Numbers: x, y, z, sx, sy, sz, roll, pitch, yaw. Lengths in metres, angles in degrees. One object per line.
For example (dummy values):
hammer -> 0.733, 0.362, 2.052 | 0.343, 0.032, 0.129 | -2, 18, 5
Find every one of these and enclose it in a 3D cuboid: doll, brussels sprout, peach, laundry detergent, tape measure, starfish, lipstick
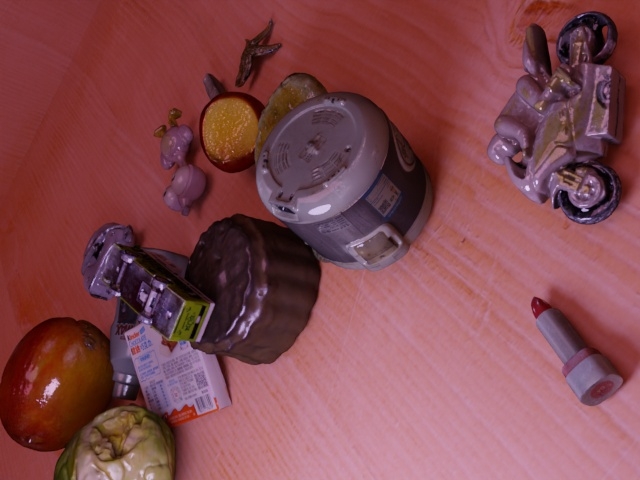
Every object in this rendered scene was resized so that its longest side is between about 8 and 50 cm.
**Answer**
doll -> -0.398, -0.212, 2.092 | 0.160, 0.094, 0.365 | -44, 44, 32
brussels sprout -> -0.466, 0.541, 1.672 | 0.344, 0.268, 0.344 | -165, 90, -74
peach -> -0.215, -0.269, 1.824 | 0.190, 0.190, 0.192 | -41, 20, 31
laundry detergent -> -0.485, 0.222, 1.978 | 0.263, 0.124, 0.398 | 3, 78, 48
tape measure -> -0.653, 0.046, 2.257 | 0.197, 0.120, 0.236 | 24, 88, 53
starfish -> -0.188, -0.516, 2.025 | 0.208, 0.053, 0.176 | -50, 32, 14
lipstick -> 0.359, 0.148, 1.073 | 0.063, 0.057, 0.186 | -50, 37, 22
peach -> -0.727, 0.401, 2.041 | 0.372, 0.289, 0.373 | -35, 41, 37

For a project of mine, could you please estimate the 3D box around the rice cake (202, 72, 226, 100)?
rice cake -> -0.275, -0.385, 2.051 | 0.052, 0.057, 0.256 | -33, 46, 2

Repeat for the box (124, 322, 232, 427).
box -> -0.347, 0.302, 1.758 | 0.273, 0.048, 0.265 | -27, 79, 41

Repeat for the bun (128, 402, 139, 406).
bun -> -0.485, 0.469, 1.918 | 0.086, 0.054, 0.086 | -45, 32, 39

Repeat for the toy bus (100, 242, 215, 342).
toy bus -> -0.342, 0.110, 1.564 | 0.301, 0.139, 0.113 | 31, 102, 43

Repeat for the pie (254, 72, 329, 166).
pie -> -0.051, -0.201, 1.644 | 0.323, 0.070, 0.324 | 9, 102, 54

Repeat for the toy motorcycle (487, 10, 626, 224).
toy motorcycle -> 0.368, -0.189, 1.168 | 0.222, 0.107, 0.341 | -3, 78, 43

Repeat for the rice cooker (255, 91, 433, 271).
rice cooker -> 0.052, -0.103, 1.369 | 0.288, 0.277, 0.289 | -18, 53, 26

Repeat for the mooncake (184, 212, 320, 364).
mooncake -> -0.167, 0.102, 1.605 | 0.324, 0.187, 0.324 | -21, 61, 43

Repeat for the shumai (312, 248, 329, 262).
shumai -> 0.000, 0.000, 1.536 | 0.083, 0.080, 0.082 | -25, 57, 39
